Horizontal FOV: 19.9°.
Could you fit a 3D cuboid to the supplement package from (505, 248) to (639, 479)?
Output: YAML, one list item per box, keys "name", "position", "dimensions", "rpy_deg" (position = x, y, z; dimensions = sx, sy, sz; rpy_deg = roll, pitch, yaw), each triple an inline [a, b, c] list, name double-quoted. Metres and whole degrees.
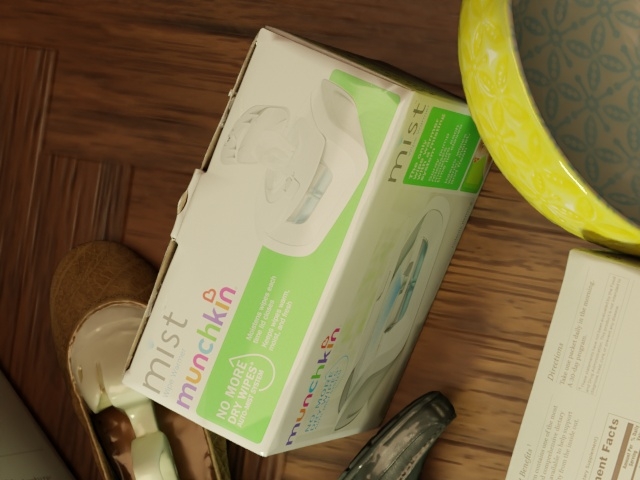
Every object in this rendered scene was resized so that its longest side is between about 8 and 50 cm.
- name: "supplement package"
  position: [0.216, 0.148, 1.214]
  dimensions: [0.145, 0.204, 0.262]
  rpy_deg: [18, 96, 19]

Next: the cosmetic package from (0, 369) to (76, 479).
- name: "cosmetic package"
  position: [-0.396, 0.247, 1.374]
  dimensions: [0.327, 0.329, 0.394]
  rpy_deg: [-41, 76, 15]

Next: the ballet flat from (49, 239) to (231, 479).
- name: "ballet flat"
  position: [-0.129, 0.156, 1.380]
  dimensions: [0.116, 0.124, 0.342]
  rpy_deg: [-16, 83, 1]

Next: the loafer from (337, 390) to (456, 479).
- name: "loafer"
  position: [0.040, 0.209, 1.351]
  dimensions: [0.078, 0.076, 0.223]
  rpy_deg: [37, 106, 11]

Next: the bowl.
- name: "bowl"
  position: [0.194, -0.114, 1.228]
  dimensions: [0.156, 0.289, 0.290]
  rpy_deg: [-23, 79, 56]

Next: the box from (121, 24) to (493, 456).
- name: "box"
  position: [0.000, 0.000, 1.283]
  dimensions: [0.126, 0.231, 0.262]
  rpy_deg: [25, 97, 19]
